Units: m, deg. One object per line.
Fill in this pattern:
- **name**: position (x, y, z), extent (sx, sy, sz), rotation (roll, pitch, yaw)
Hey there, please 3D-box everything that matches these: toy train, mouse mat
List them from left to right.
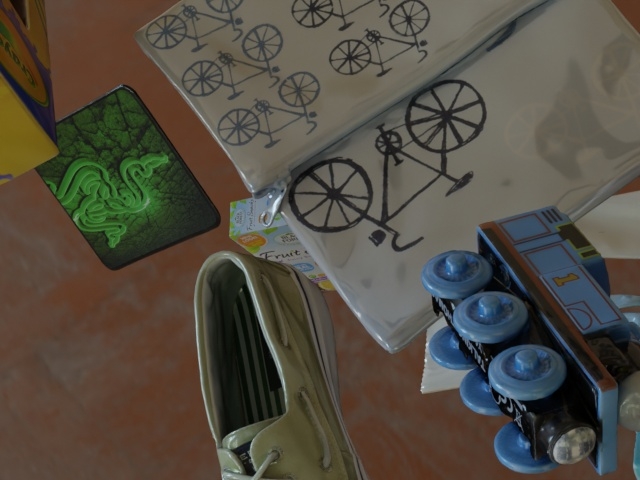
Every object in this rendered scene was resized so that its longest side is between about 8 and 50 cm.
- **mouse mat**: position (-0.183, -0.053, 1.611), extent (0.189, 0.153, 0.007), rotation (-21, 18, 48)
- **toy train**: position (0.127, 0.056, 1.004), extent (0.105, 0.080, 0.184), rotation (-17, 36, -12)

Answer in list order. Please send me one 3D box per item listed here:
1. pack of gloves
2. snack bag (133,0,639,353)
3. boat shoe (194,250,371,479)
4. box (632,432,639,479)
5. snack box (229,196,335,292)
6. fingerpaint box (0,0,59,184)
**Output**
- **pack of gloves**: position (0.201, 0.035, 1.622), extent (0.232, 0.046, 0.195), rotation (-9, 51, 23)
- **snack bag**: position (0.076, -0.122, 1.363), extent (0.323, 0.037, 0.342), rotation (-34, 73, -5)
- **boat shoe**: position (-0.030, 0.147, 1.176), extent (0.109, 0.094, 0.302), rotation (-30, 58, 25)
- **box**: position (0.249, 0.099, 1.151), extent (0.060, 0.100, 0.244), rotation (-9, 32, 20)
- **snack box**: position (0.000, 0.000, 1.511), extent (0.100, 0.141, 0.037), rotation (-12, 62, 25)
- **fingerpaint box**: position (-0.373, -0.283, 1.282), extent (0.163, 0.445, 0.371), rotation (-27, 37, 9)
